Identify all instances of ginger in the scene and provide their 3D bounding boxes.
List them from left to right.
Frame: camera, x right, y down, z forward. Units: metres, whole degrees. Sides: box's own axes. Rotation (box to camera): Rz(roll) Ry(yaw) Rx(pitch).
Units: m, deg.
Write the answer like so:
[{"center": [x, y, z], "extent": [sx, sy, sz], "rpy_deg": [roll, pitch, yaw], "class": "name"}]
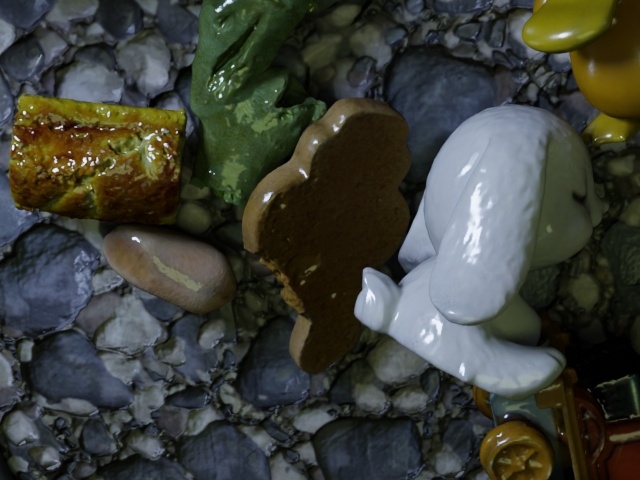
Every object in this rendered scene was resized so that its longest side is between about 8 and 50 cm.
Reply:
[{"center": [-0.060, -0.163, 1.586], "extent": [0.137, 0.089, 0.290], "rpy_deg": [7, 111, 17], "class": "ginger"}]

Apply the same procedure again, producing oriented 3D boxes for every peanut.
[{"center": [-0.156, 0.027, 1.676], "extent": [0.152, 0.076, 0.076], "rpy_deg": [22, 112, -12], "class": "peanut"}]

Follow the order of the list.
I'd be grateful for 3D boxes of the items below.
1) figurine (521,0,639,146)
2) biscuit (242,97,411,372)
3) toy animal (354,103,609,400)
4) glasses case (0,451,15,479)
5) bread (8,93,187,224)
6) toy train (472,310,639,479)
[{"center": [0.294, -0.215, 1.525], "extent": [0.215, 0.215, 0.228], "rpy_deg": [-37, 124, 15], "class": "figurine"}, {"center": [0.007, 0.000, 1.649], "extent": [0.183, 0.047, 0.320], "rpy_deg": [-17, 128, -19], "class": "biscuit"}, {"center": [0.166, -0.007, 1.572], "extent": [0.206, 0.272, 0.265], "rpy_deg": [21, 99, -9], "class": "toy animal"}, {"center": [-0.389, 0.262, 1.799], "extent": [0.072, 0.042, 0.191], "rpy_deg": [-14, 114, 14], "class": "glasses case"}, {"center": [-0.222, -0.076, 1.605], "extent": [0.172, 0.103, 0.132], "rpy_deg": [6, 148, -6], "class": "bread"}, {"center": [0.295, 0.256, 1.728], "extent": [0.231, 0.163, 0.369], "rpy_deg": [-12, 115, 6], "class": "toy train"}]
